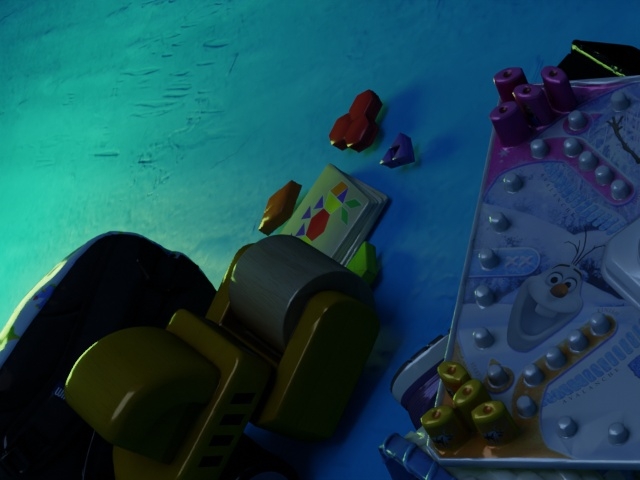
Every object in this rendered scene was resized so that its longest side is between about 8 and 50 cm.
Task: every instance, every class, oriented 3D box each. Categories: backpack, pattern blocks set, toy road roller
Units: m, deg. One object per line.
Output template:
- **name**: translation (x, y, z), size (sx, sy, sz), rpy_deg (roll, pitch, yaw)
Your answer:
- **backpack**: translation (-0.265, 0.159, 2.207), size (0.356, 0.290, 0.273), rpy_deg (-65, 14, -16)
- **pattern blocks set**: translation (0.000, 0.000, 2.187), size (0.325, 0.026, 0.285), rpy_deg (-51, 30, 14)
- **toy road roller**: translation (-0.116, 0.139, 1.988), size (0.202, 0.240, 0.330), rpy_deg (31, 94, 54)

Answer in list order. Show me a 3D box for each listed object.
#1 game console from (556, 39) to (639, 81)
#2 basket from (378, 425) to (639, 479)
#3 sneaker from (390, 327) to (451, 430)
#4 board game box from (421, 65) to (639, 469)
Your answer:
- **game console**: translation (0.283, -0.147, 1.836), size (0.122, 0.107, 0.071), rpy_deg (-133, 50, -59)
- **basket**: translation (0.126, 0.267, 1.540), size (0.289, 0.201, 0.255), rpy_deg (-30, 28, -10)
- **sneaker**: translation (0.208, 0.101, 1.735), size (0.283, 0.107, 0.124), rpy_deg (-42, 62, 14)
- **board game box**: translation (0.295, 0.002, 1.507), size (0.390, 0.050, 0.390), rpy_deg (-3, 54, 25)
